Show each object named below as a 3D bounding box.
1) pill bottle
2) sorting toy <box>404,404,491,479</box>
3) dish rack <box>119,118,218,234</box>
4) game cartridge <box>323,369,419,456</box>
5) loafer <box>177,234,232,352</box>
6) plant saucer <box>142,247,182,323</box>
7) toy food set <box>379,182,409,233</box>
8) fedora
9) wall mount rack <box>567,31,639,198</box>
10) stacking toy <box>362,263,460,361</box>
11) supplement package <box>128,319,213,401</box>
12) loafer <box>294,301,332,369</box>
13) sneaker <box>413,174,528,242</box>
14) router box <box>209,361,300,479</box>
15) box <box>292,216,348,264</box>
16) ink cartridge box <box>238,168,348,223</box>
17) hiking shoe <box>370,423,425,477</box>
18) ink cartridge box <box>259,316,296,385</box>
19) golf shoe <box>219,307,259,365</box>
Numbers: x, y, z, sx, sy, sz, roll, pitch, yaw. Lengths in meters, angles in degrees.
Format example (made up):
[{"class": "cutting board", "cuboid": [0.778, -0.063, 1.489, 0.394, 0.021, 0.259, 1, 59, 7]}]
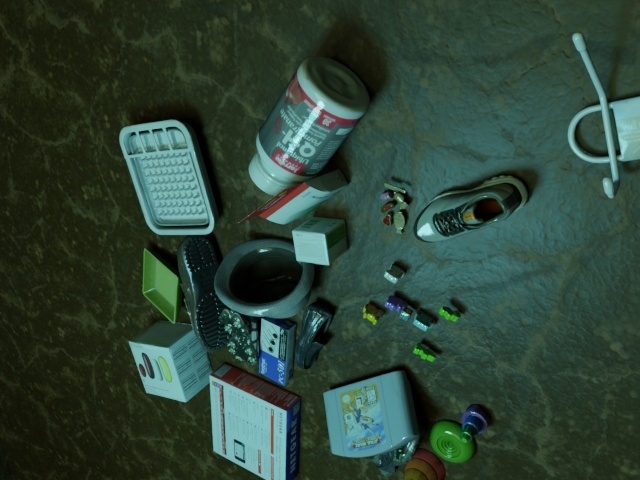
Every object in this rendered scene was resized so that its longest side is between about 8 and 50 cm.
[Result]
[{"class": "pill bottle", "cuboid": [-0.040, -0.249, 1.496, 0.176, 0.176, 0.318, 46, 130, 7]}, {"class": "sorting toy", "cuboid": [0.309, 0.568, 1.689, 0.127, 0.126, 0.366, 40, 130, 12]}, {"class": "dish rack", "cuboid": [-0.422, -0.181, 1.862, 0.285, 0.072, 0.333, 0, 112, 34]}, {"class": "game cartridge", "cuboid": [0.129, 0.480, 1.758, 0.297, 0.062, 0.198, -28, 58, 40]}, {"class": "loafer", "cuboid": [-0.348, 0.154, 1.959, 0.130, 0.133, 0.366, 10, 110, 60]}, {"class": "plant saucer", "cuboid": [-0.495, 0.138, 2.068, 0.188, 0.045, 0.188, 35, 129, 33]}, {"class": "toy food set", "cuboid": [0.172, -0.080, 1.536, 0.077, 0.019, 0.122, 24, 132, 23]}, {"class": "fedora", "cuboid": [-0.133, 0.120, 1.745, 0.275, 0.244, 0.124, 4, 143, 24]}, {"class": "wall mount rack", "cuboid": [0.579, -0.236, 1.103, 0.350, 0.130, 0.304, -7, 108, 36]}, {"class": "stacking toy", "cuboid": [0.223, 0.179, 1.610, 0.221, 0.052, 0.167, 34, 129, 14]}, {"class": "supplement package", "cuboid": [-0.488, 0.393, 2.139, 0.194, 0.149, 0.203, 1, 114, 34]}, {"class": "loafer", "cuboid": [-0.018, 0.275, 1.802, 0.078, 0.076, 0.223, 30, 123, 29]}, {"class": "sneaker", "cuboid": [0.305, -0.059, 1.396, 0.271, 0.108, 0.100, -25, 99, 41]}, {"class": "router box", "cuboid": [-0.212, 0.597, 2.091, 0.301, 0.082, 0.336, 18, 121, 26]}, {"class": "box", "cuboid": [0.000, 0.000, 1.638, 0.101, 0.101, 0.087, 8, 117, 32]}, {"class": "ink cartridge box", "cuboid": [-0.062, -0.088, 1.557, 0.181, 0.224, 0.056, -32, 88, 41]}, {"class": "hiking shoe", "cuboid": [0.193, 0.552, 1.759, 0.114, 0.086, 0.227, 39, 128, 10]}, {"class": "ink cartridge box", "cuboid": [-0.128, 0.321, 1.921, 0.097, 0.046, 0.207, 22, 123, 26]}, {"class": "golf shoe", "cuboid": [-0.214, 0.269, 1.925, 0.105, 0.120, 0.273, 19, 141, 19]}]
